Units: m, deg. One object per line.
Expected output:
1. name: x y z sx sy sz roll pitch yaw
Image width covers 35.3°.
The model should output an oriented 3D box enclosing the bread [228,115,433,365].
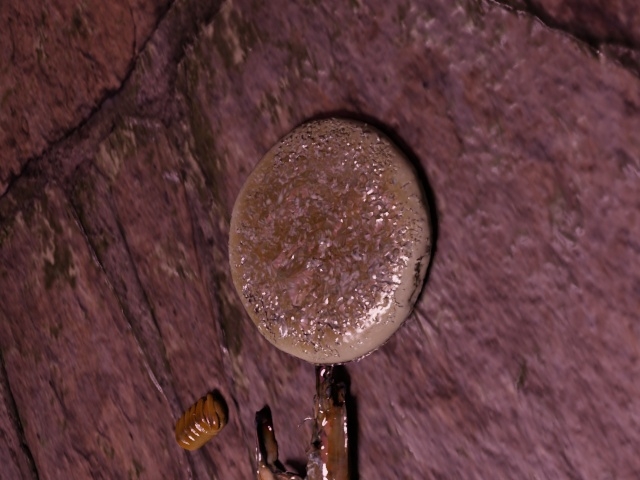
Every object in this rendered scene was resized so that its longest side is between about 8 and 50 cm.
1. bread: 0.000 0.000 1.062 0.267 0.040 0.267 -3 84 36

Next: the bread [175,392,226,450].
1. bread: -0.149 0.222 1.223 0.088 0.033 0.049 -40 62 35

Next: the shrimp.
1. shrimp: -0.023 0.231 1.113 0.150 0.051 0.217 12 100 46
